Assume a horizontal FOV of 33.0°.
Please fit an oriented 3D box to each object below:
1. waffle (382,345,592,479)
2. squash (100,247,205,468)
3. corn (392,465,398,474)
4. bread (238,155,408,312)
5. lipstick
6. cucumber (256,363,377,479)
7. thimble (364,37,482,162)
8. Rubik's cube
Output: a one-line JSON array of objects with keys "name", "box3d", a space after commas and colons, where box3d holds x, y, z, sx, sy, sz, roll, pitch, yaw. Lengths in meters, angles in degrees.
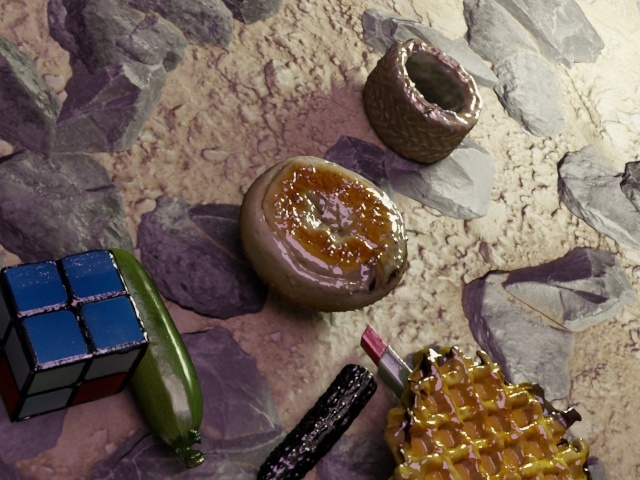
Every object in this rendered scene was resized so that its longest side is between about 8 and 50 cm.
[{"name": "waffle", "box3d": [0.271, 0.355, 1.725, 0.382, 0.095, 0.379, 33, 42, -7]}, {"name": "squash", "box3d": [-0.257, 0.170, 1.650, 0.101, 0.101, 0.378, -11, 62, -32]}, {"name": "corn", "box3d": [0.207, 0.419, 1.742, 0.206, 0.067, 0.067, 34, 50, -3]}, {"name": "bread", "box3d": [0.000, 0.000, 1.860, 0.305, 0.159, 0.305, 15, 50, -18]}, {"name": "lipstick", "box3d": [0.168, 0.275, 1.834, 0.051, 0.051, 0.312, -32, 75, -38]}, {"name": "cucumber", "box3d": [-0.009, 0.304, 1.709, 0.072, 0.072, 0.300, 42, 51, 4]}, {"name": "thimble", "box3d": [0.207, -0.280, 2.166, 0.196, 0.148, 0.229, -8, 65, -32]}, {"name": "Rubik's cube", "box3d": [-0.373, 0.136, 1.561, 0.183, 0.180, 0.167, -10, 63, -34]}]
